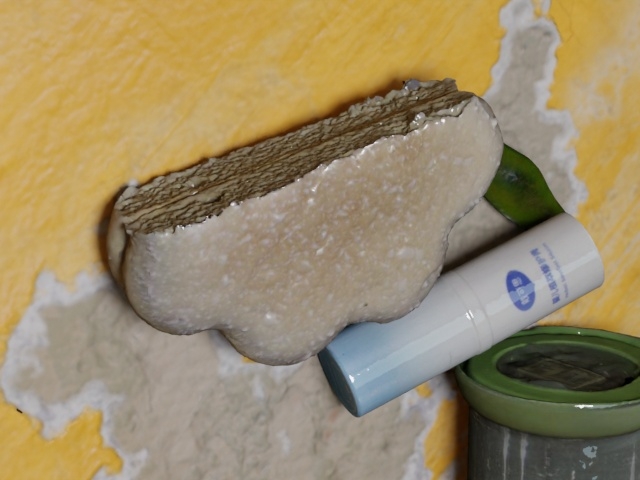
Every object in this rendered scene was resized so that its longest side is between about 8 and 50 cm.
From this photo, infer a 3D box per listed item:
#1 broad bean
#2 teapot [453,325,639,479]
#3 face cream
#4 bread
[{"bbox_3d":[0.160,-0.054,1.550,0.297,0.043,0.060,39,91,-33],"label":"broad bean"},{"bbox_3d":[0.235,0.259,1.594,0.270,0.200,0.337,-14,111,-42],"label":"teapot"},{"bbox_3d":[0.122,0.063,1.515,0.250,0.077,0.077,-28,115,-13],"label":"face cream"},{"bbox_3d":[-0.003,-0.004,1.418,0.337,0.102,0.183,-22,123,-18],"label":"bread"}]
